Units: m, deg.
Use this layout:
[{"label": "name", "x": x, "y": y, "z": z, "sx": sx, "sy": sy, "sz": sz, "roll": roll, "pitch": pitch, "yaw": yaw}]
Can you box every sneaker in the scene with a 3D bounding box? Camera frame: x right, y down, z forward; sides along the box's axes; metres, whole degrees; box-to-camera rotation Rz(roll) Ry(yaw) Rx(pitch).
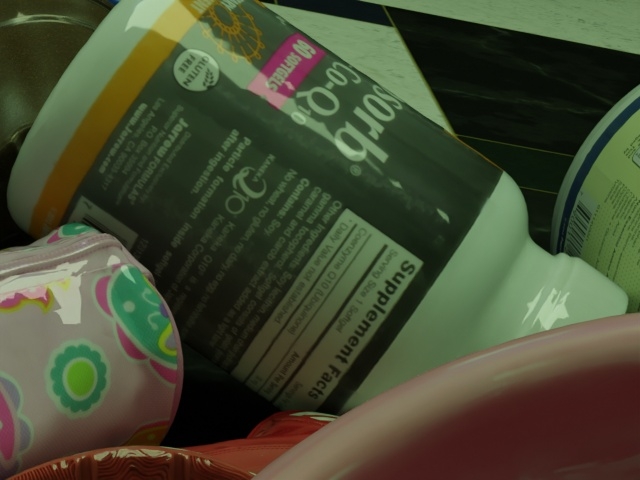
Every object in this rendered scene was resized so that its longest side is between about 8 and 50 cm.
[{"label": "sneaker", "x": -0.045, "y": 0.120, "z": 0.705, "sx": 0.221, "sy": 0.087, "sz": 0.128, "roll": 0, "pitch": -2, "yaw": -17}]

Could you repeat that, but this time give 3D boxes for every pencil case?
[{"label": "pencil case", "x": -0.194, "y": 0.060, "z": 0.661, "sx": 0.284, "sy": 0.124, "sz": 0.124, "roll": -7, "pitch": 25, "yaw": -41}]

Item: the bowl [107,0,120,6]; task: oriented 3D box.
[{"label": "bowl", "x": -0.303, "y": -0.157, "z": 1.337, "sx": 0.391, "sy": 0.077, "sz": 0.391, "roll": 11, "pitch": 18, "yaw": -4}]

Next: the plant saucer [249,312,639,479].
[{"label": "plant saucer", "x": 0.092, "y": 0.164, "z": 0.383, "sx": 0.332, "sy": 0.084, "sz": 0.332, "roll": -10, "pitch": 47, "yaw": 10}]

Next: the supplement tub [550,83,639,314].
[{"label": "supplement tub", "x": 0.267, "y": 0.044, "z": 0.840, "sx": 0.236, "sy": 0.235, "sz": 0.325, "roll": 8, "pitch": 18, "yaw": -12}]

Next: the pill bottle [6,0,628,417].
[{"label": "pill bottle", "x": 0.000, "y": 0.000, "z": 0.817, "sx": 0.278, "sy": 0.162, "sz": 0.162, "roll": 34, "pitch": 19, "yaw": 0}]

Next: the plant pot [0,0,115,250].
[{"label": "plant pot", "x": -0.161, "y": -0.049, "z": 0.984, "sx": 0.167, "sy": 0.167, "sz": 0.165, "roll": 5, "pitch": 26, "yaw": -21}]
